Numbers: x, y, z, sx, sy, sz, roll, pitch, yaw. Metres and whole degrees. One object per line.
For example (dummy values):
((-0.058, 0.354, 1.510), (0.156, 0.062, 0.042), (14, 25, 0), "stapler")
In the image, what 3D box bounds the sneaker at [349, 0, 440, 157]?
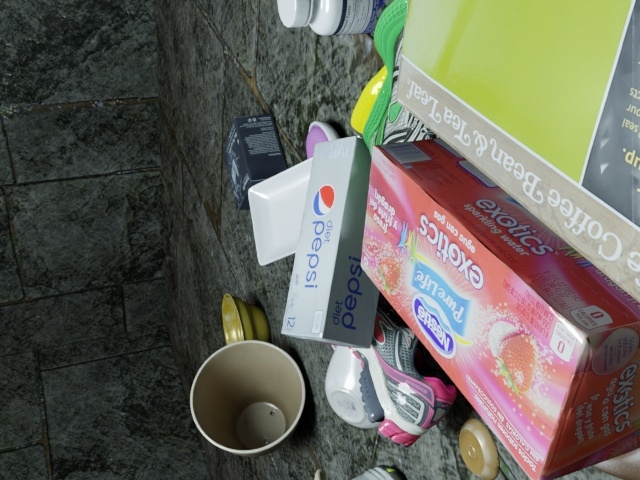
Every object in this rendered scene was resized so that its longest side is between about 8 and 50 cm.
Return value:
((0.137, -0.175, 0.796), (0.343, 0.134, 0.146), (104, 144, -64), "sneaker")

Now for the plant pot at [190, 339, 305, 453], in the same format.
((-0.155, 0.407, 1.664), (0.274, 0.256, 0.256), (85, 166, -61), "plant pot")

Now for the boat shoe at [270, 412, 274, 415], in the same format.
((-0.157, 0.424, 1.895), (0.152, 0.049, 0.056), (-118, 28, -42), "boat shoe")

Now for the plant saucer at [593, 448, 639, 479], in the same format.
((0.255, 0.084, 0.674), (0.310, 0.050, 0.311), (170, 90, -70), "plant saucer")

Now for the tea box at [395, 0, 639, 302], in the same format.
((0.225, -0.174, 0.398), (0.329, 0.220, 0.324), (-124, 33, -49), "tea box")

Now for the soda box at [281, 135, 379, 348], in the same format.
((0.032, 0.004, 0.992), (0.091, 0.098, 0.286), (-3, 73, 49), "soda box")

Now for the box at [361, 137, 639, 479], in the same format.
((0.168, 0.031, 0.597), (0.300, 0.154, 0.142), (-128, 34, -50), "box")

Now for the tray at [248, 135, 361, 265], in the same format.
((-0.005, -0.063, 1.142), (0.270, 0.030, 0.145), (-21, 69, 34), "tray")

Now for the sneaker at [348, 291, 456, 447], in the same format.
((0.111, 0.146, 1.016), (0.112, 0.121, 0.299), (-46, 41, 24), "sneaker")

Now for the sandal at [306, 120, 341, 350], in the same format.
((0.005, -0.001, 1.213), (0.169, 0.102, 0.416), (177, 84, -69), "sandal")

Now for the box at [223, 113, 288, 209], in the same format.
((-0.146, -0.173, 1.557), (0.156, 0.093, 0.158), (127, 130, -62), "box")

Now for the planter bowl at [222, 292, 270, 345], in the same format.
((-0.189, 0.240, 1.844), (0.217, 0.090, 0.217), (172, 90, -70), "planter bowl")

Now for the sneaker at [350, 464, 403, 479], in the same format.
((0.089, 0.581, 1.177), (0.145, 0.147, 0.385), (168, 92, -68), "sneaker")

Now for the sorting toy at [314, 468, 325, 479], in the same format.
((-0.022, 0.560, 1.286), (0.208, 0.038, 0.193), (-93, 14, -69), "sorting toy")

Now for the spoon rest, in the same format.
((0.051, 0.202, 1.162), (0.137, 0.084, 0.276), (7, 125, 37), "spoon rest")

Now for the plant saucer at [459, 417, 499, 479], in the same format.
((0.206, 0.279, 0.927), (0.083, 0.015, 0.083), (171, 90, -69), "plant saucer")

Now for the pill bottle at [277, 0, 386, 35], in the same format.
((0.034, -0.317, 0.909), (0.094, 0.169, 0.094), (171, 90, -69), "pill bottle")
